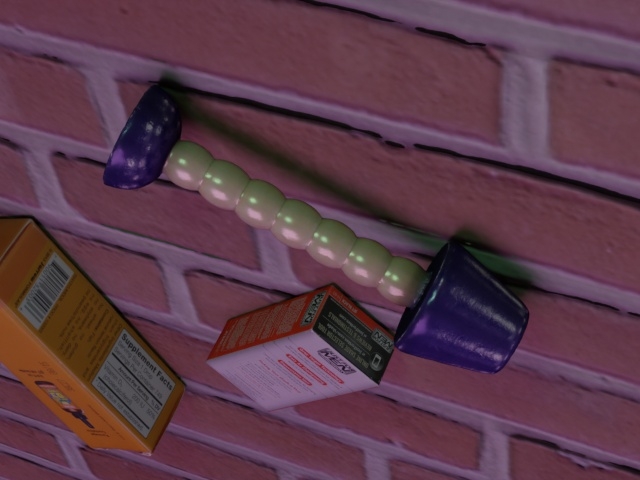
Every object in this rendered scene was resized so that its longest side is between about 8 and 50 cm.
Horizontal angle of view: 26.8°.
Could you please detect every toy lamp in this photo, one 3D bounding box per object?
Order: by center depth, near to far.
[{"bbox_3d":[0.000,0.000,0.837,0.274,0.080,0.080,27,148,-1],"label":"toy lamp"}]

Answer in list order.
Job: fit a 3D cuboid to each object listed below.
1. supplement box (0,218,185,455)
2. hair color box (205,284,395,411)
[{"bbox_3d":[-0.213,0.084,1.114,0.078,0.080,0.233,0,137,38],"label":"supplement box"},{"bbox_3d":[-0.016,0.083,1.000,0.072,0.043,0.141,41,146,-22],"label":"hair color box"}]
